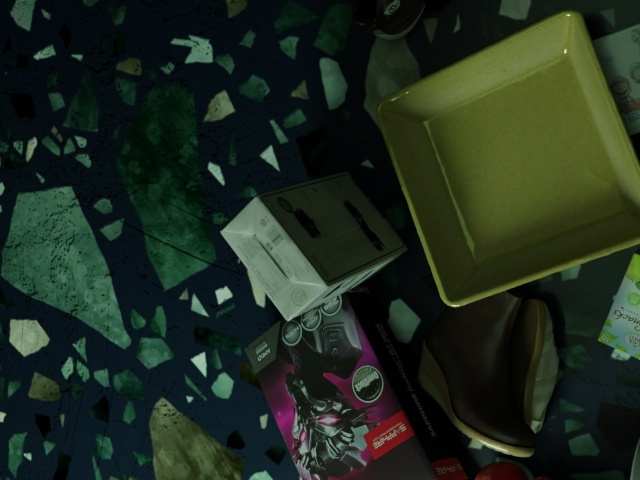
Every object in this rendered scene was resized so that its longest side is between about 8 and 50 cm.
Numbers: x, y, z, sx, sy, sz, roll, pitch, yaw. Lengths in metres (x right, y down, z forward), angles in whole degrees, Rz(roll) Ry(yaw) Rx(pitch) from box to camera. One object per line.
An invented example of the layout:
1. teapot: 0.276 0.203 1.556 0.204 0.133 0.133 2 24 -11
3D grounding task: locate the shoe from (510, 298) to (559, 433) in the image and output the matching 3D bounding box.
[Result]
1. shoe: 0.318 0.193 1.420 0.076 0.058 0.219 25 111 62

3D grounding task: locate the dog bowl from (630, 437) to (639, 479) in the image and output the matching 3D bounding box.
1. dog bowl: 0.504 0.359 1.198 0.102 0.349 0.348 -11 94 42

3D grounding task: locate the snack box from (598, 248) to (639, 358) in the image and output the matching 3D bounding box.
1. snack box: 0.467 0.097 1.330 0.100 0.037 0.141 25 110 23

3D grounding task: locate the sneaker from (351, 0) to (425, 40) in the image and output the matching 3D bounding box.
1. sneaker: 0.131 -0.414 1.343 0.106 0.162 0.281 34 113 18

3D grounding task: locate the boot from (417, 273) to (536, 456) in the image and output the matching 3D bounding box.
1. boot: 0.251 0.176 1.393 0.248 0.090 0.207 37 112 45

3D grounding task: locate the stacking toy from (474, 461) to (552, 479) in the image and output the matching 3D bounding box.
1. stacking toy: 0.381 0.417 1.390 0.330 0.141 0.141 13 105 31

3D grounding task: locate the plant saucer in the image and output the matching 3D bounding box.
1. plant saucer: 0.282 -0.110 1.354 0.333 0.081 0.332 -23 82 29

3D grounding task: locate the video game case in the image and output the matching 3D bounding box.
1. video game case: 0.461 -0.230 1.286 0.157 0.019 0.143 -17 90 29

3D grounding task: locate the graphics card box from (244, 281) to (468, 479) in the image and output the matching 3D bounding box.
1. graphics card box: 0.047 0.269 1.494 0.233 0.094 0.371 -39 63 28

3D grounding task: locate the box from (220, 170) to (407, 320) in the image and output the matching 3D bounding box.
1. box: 0.000 0.000 1.413 0.087 0.290 0.169 -43 81 28
